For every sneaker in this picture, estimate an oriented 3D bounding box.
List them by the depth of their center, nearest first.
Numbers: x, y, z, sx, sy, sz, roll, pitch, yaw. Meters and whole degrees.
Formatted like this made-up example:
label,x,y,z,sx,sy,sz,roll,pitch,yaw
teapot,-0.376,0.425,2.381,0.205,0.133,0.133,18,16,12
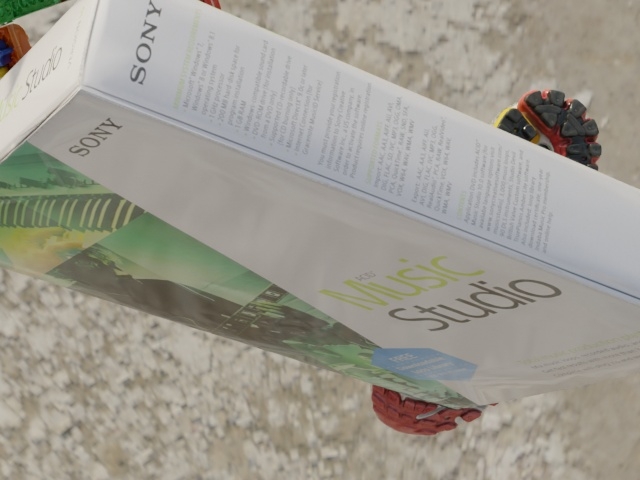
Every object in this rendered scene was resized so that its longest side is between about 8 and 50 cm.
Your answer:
label,x,y,z,sx,sy,sz,roll,pitch,yaw
sneaker,0.099,0.017,0.890,0.088,0.093,0.225,29,86,-9

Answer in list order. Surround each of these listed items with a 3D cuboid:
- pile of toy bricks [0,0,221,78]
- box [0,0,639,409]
label,x,y,z,sx,sy,sz,roll,pitch,yaw
pile of toy bricks,-0.152,-0.163,0.914,0.105,0.212,0.118,-31,109,-46
box,0.000,0.000,0.656,0.322,0.232,0.058,21,67,-24
